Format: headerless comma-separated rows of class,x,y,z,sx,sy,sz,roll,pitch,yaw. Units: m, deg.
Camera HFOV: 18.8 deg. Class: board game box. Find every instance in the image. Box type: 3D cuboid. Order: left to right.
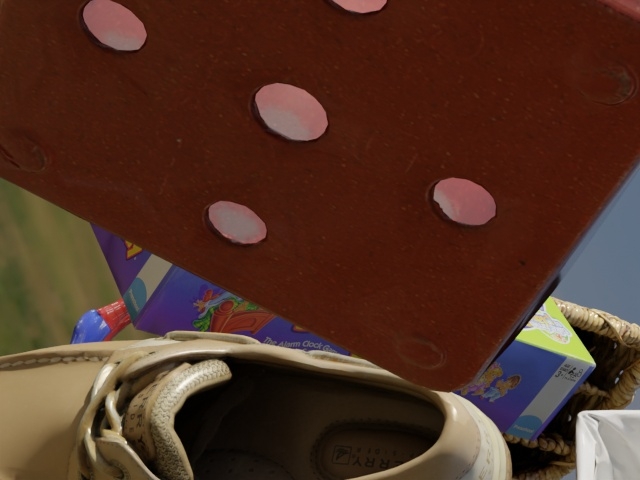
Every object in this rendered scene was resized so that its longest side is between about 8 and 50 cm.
board game box,0.000,0.000,1.327,0.347,0.078,0.233,18,28,-37

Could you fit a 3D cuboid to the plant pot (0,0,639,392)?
plant pot,0.028,-0.116,0.618,0.236,0.267,0.267,-64,-178,-39

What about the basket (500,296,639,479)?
basket,0.120,0.133,1.784,0.223,0.299,0.213,20,-87,69

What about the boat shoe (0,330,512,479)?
boat shoe,-0.074,0.096,1.023,0.110,0.341,0.122,55,39,-59

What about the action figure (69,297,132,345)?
action figure,-0.216,0.154,1.535,0.139,0.280,0.091,56,-20,11

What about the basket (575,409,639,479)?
basket,0.278,0.204,1.483,0.103,0.167,0.113,85,7,-49
